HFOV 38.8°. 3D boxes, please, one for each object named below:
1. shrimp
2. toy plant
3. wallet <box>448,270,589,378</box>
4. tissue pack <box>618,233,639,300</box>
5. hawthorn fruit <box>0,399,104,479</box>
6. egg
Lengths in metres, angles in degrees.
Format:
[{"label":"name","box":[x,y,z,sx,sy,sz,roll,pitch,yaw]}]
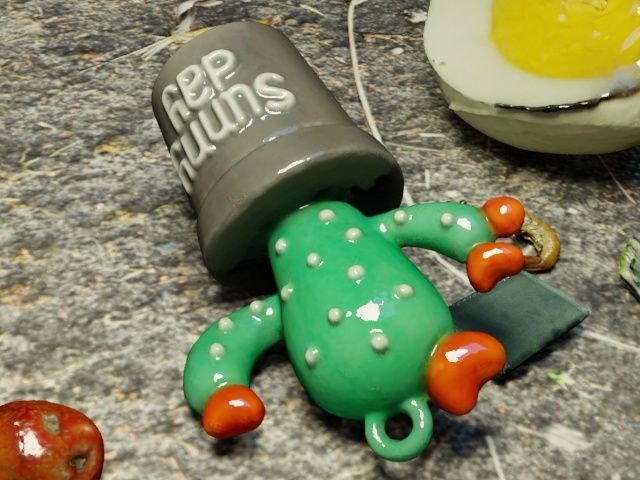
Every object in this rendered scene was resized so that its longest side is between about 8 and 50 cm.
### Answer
[{"label":"shrimp","box":[0.184,-0.008,0.930,0.127,0.025,0.091,21,41,10]},{"label":"toy plant","box":[-0.012,0.004,0.758,0.280,0.185,0.400,-19,61,-22]},{"label":"wallet","box":[0.171,0.074,0.824,0.129,0.026,0.088,-25,46,-34]},{"label":"tissue pack","box":[0.432,0.047,0.875,0.236,0.073,0.173,-10,44,-23]},{"label":"hawthorn fruit","box":[-0.190,0.150,0.619,0.093,0.093,0.093,6,38,-5]},{"label":"egg","box":[0.288,-0.211,1.065,0.337,0.201,0.337,-12,48,13]}]
